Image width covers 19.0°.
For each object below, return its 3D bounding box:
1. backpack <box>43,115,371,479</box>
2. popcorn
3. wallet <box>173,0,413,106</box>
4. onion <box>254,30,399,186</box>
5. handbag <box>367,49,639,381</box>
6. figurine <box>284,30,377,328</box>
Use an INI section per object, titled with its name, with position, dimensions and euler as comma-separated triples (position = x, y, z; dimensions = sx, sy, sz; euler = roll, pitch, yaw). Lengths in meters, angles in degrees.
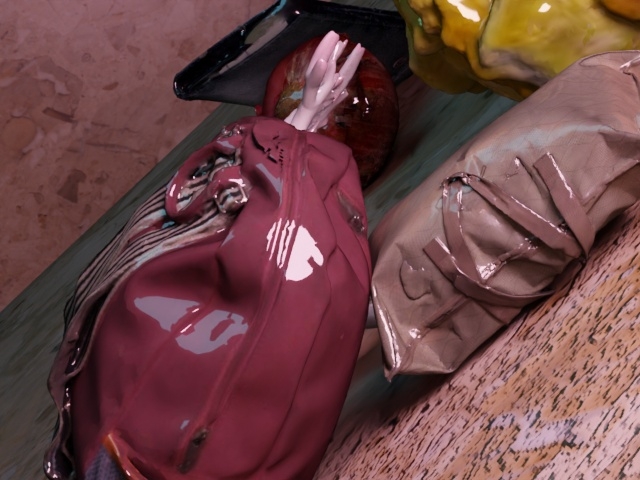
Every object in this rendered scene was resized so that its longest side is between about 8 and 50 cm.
[backpack]
position = -0.074, 0.070, 1.274
dimensions = 0.283, 0.197, 0.317
euler = -86, 15, -62
[popcorn]
position = 0.190, -0.243, 1.445
dimensions = 0.312, 0.312, 0.312
euler = -41, 11, 10
[wallet]
position = 0.002, -0.205, 2.188
dimensions = 0.191, 0.046, 0.379
euler = -37, -18, 26
[onion]
position = 0.018, -0.127, 2.039
dimensions = 0.184, 0.184, 0.147
euler = -37, -30, 31
[handbag]
position = 0.127, -0.016, 1.281
dimensions = 0.270, 0.117, 0.182
euler = -40, 19, 20
[figurine]
position = -0.013, -0.004, 1.534
dimensions = 0.284, 0.206, 0.316
euler = -55, 17, -6
